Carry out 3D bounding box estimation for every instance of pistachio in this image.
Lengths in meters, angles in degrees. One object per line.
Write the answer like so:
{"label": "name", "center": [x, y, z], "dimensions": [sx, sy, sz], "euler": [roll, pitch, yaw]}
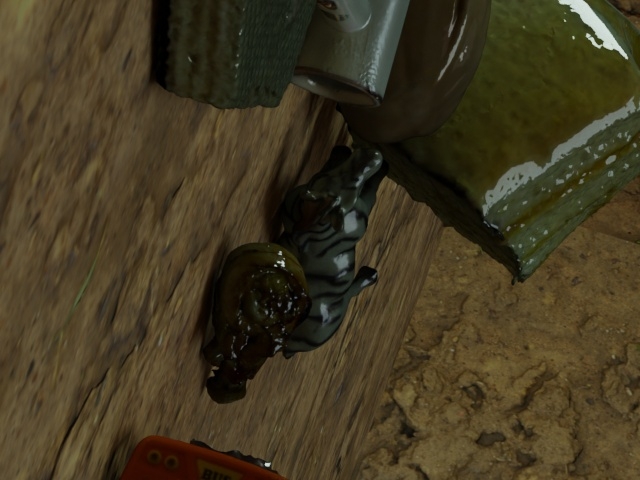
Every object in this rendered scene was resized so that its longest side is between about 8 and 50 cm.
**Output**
{"label": "pistachio", "center": [0.074, -0.188, 1.535], "dimensions": [0.136, 0.135, 0.226], "euler": [71, 32, -79]}

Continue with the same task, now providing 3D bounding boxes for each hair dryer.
{"label": "hair dryer", "center": [0.009, -0.186, 1.281], "dimensions": [0.236, 0.073, 0.131], "euler": [43, 63, -73]}

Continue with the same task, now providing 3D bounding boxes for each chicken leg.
{"label": "chicken leg", "center": [-0.056, 0.071, 1.362], "dimensions": [0.093, 0.070, 0.178], "euler": [-61, 177, -36]}

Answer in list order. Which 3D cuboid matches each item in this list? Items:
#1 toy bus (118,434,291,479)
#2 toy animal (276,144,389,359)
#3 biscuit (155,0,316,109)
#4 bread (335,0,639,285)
{"label": "toy bus", "center": [-0.068, 0.224, 1.278], "dimensions": [0.329, 0.143, 0.153], "euler": [72, 36, -76]}
{"label": "toy animal", "center": [0.007, -0.014, 1.572], "dimensions": [0.255, 0.089, 0.170], "euler": [95, 18, -51]}
{"label": "biscuit", "center": [-0.034, -0.145, 0.997], "dimensions": [0.252, 0.052, 0.150], "euler": [-23, 130, -81]}
{"label": "bread", "center": [0.186, -0.128, 1.746], "dimensions": [0.264, 0.239, 0.395], "euler": [-45, 171, -1]}
